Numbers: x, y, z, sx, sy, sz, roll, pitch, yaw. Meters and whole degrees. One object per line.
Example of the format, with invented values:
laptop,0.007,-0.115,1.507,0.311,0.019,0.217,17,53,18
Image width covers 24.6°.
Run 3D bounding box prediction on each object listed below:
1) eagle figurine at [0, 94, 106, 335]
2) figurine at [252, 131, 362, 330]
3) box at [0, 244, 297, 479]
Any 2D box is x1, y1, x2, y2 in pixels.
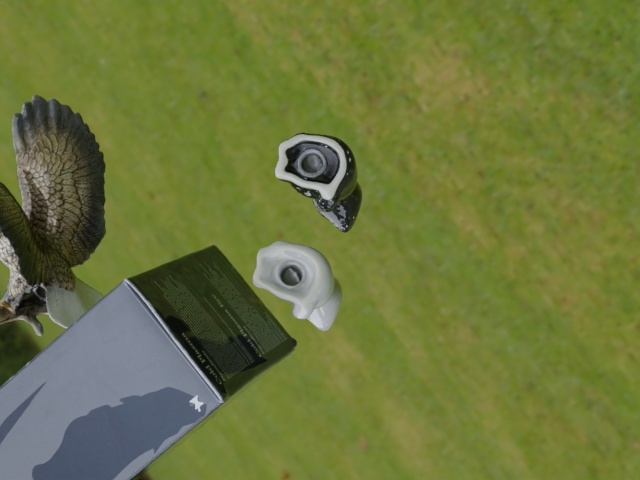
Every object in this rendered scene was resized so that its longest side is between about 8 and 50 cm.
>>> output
eagle figurine,-0.406,-0.020,2.027,0.226,0.225,0.298,-117,32,-56
figurine,0.000,0.000,1.774,0.092,0.214,0.209,9,170,14
box,-0.241,0.190,1.760,0.179,0.343,0.312,51,-165,3
